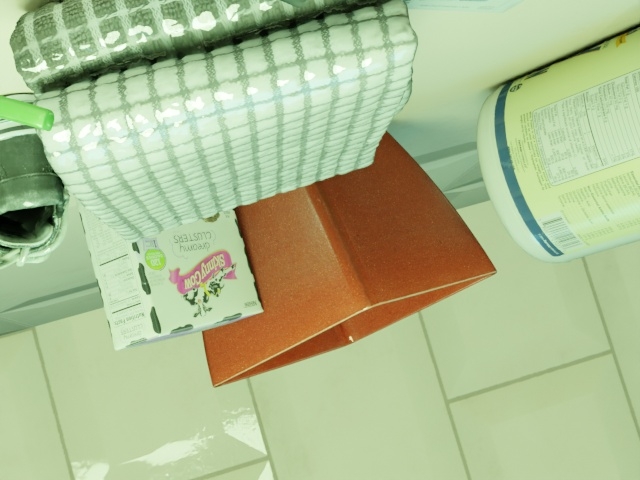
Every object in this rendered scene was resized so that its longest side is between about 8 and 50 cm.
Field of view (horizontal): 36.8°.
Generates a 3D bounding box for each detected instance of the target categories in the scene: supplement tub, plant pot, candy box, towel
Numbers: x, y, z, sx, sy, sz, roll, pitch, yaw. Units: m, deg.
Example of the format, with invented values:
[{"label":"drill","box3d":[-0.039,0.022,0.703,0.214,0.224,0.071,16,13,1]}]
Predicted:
[{"label":"supplement tub","box3d":[0.373,-0.122,1.117,0.325,0.235,0.235,-20,173,35]},{"label":"plant pot","box3d":[0.000,0.000,1.156,0.267,0.235,0.267,-32,166,38]},{"label":"candy box","box3d":[-0.159,0.002,1.009,0.070,0.196,0.165,-20,174,34]},{"label":"towel","box3d":[-0.063,-0.104,0.674,0.235,0.121,0.283,-18,173,-3]}]

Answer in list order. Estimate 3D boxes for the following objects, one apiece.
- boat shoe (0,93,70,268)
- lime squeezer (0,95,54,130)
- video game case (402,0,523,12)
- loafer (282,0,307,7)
[{"label":"boat shoe","box3d":[-0.273,-0.029,0.846,0.113,0.105,0.306,-13,173,-30]},{"label":"lime squeezer","box3d":[-0.302,-0.055,0.516,0.310,0.110,0.059,-21,156,4]},{"label":"video game case","box3d":[0.143,-0.209,0.717,0.157,0.019,0.143,-11,172,-44]},{"label":"loafer","box3d":[-0.023,-0.154,0.472,0.223,0.078,0.076,-14,174,-20]}]
